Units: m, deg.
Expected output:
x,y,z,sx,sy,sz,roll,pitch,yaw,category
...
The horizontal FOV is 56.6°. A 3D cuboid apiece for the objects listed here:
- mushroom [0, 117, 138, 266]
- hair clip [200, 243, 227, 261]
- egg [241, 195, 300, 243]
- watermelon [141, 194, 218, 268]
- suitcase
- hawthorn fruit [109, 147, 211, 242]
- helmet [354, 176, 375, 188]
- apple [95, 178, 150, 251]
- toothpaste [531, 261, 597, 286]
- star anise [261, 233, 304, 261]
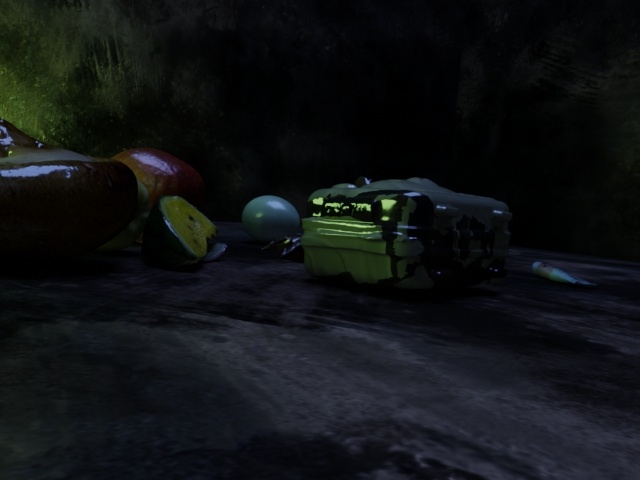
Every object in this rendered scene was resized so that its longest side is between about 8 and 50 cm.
x,y,z,sx,sy,sz,roll,pitch,yaw,category
-0.452,-0.066,0.928,0.346,0.239,0.345,9,35,-6,mushroom
-0.237,0.028,1.191,0.054,0.022,0.137,4,12,17,hair clip
-0.152,-0.063,1.822,0.192,0.149,0.149,13,7,33,egg
-0.265,-0.013,1.120,0.129,0.123,0.301,17,10,-8,watermelon
0.133,-0.016,1.070,0.339,0.193,0.352,5,2,43,suitcase
-0.420,-0.109,1.463,0.262,0.258,0.258,5,3,-24,hawthorn fruit
0.217,-0.033,1.474,0.339,0.197,0.271,17,1,34,helmet
-0.439,-0.068,1.182,0.200,0.199,0.200,5,3,0,apple
0.563,0.083,1.396,0.056,0.036,0.205,6,7,-10,toothpaste
0.000,0.000,1.390,0.272,0.102,0.272,2,5,0,star anise
